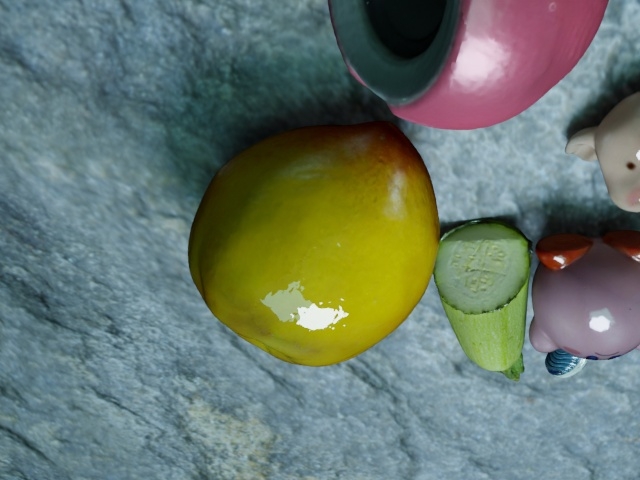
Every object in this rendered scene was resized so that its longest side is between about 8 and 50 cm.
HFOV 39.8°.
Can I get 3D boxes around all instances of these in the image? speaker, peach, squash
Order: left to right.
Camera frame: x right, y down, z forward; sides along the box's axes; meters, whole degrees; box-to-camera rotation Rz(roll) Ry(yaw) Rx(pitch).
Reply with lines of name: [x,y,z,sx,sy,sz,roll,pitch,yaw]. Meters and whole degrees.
peach: [0.002,0.001,1.081,0.289,0.289,0.308,43,82,-26]
speaker: [0.138,-0.250,0.843,0.294,0.294,0.294,3,129,3]
squash: [0.231,0.119,1.241,0.137,0.137,0.288,-5,131,9]

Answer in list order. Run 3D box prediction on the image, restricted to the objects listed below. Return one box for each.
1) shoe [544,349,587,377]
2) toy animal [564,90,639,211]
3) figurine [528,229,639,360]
shoe: [0.358,0.141,1.284,0.071,0.064,0.143,12,126,-6]
toy animal: [0.436,-0.078,1.050,0.248,0.149,0.165,41,105,-17]
figurine: [0.360,0.075,1.160,0.173,0.173,0.173,3,129,3]
